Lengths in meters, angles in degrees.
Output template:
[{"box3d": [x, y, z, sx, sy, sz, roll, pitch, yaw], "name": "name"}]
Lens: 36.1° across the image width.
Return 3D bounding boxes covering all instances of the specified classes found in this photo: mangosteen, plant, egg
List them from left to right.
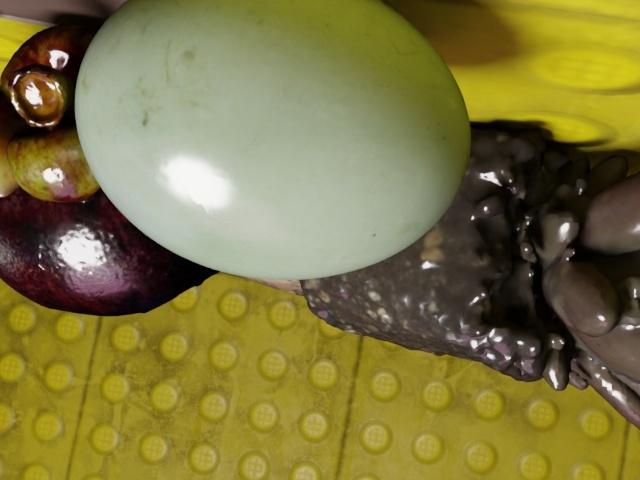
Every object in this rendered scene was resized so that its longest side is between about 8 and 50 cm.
[{"box3d": [-0.145, -0.050, 0.627, 0.194, 0.194, 0.230, 8, 153, 20], "name": "mangosteen"}, {"box3d": [-0.020, -0.055, 0.473, 0.192, 0.149, 0.149, 14, 172, -16], "name": "egg"}, {"box3d": [0.151, 0.025, 0.692, 0.321, 0.194, 0.182, 10, 177, 28], "name": "plant"}]

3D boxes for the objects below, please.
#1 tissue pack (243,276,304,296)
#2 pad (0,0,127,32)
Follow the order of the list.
[{"box3d": [0.000, 0.000, 1.002, 0.215, 0.122, 0.257, 10, 172, 18], "name": "tissue pack"}, {"box3d": [-0.179, -0.156, 0.504, 0.176, 0.002, 0.266, 11, 173, -1], "name": "pad"}]
